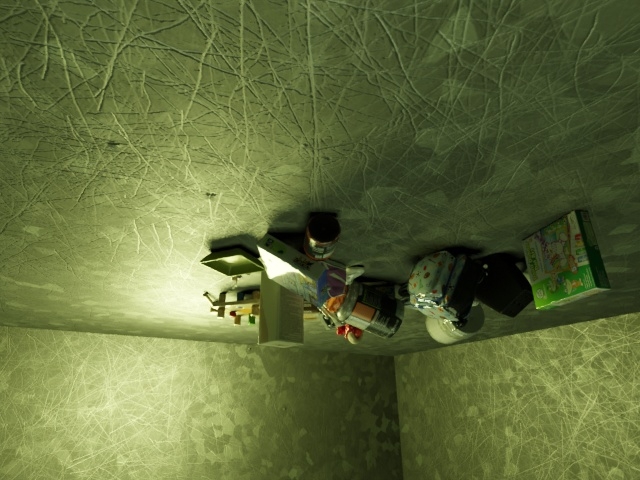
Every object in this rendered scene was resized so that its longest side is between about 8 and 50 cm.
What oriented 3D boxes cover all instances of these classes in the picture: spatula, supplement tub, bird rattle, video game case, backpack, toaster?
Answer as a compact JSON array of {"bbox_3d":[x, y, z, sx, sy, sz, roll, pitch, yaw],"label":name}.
[{"bbox_3d":[-0.009,0.288,1.880,0.019,0.242,0.168,-53,143,5],"label":"spatula"},{"bbox_3d":[0.000,0.000,1.302,0.106,0.105,0.197,2,157,-6],"label":"supplement tub"},{"bbox_3d":[0.183,0.467,2.233,0.143,0.253,0.206,-17,110,21],"label":"bird rattle"},{"bbox_3d":[-0.090,0.113,1.441,0.245,0.061,0.269,30,157,17],"label":"video game case"},{"bbox_3d":[0.199,0.301,1.847,0.316,0.193,0.193,25,151,-12],"label":"supplement tub"},{"bbox_3d":[0.450,0.175,1.547,0.213,0.276,0.263,37,156,-7],"label":"backpack"},{"bbox_3d":[0.102,0.358,2.065,0.168,0.110,0.186,-23,-174,29],"label":"toaster"}]

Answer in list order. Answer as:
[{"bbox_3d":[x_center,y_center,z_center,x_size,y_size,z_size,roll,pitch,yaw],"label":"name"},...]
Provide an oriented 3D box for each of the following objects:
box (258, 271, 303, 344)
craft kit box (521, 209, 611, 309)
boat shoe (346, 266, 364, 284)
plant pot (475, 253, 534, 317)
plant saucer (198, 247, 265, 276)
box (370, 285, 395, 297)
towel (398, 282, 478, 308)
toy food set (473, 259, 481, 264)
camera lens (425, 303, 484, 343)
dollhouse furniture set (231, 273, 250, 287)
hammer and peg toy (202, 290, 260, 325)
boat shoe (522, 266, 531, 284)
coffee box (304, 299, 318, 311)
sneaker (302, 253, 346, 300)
[{"bbox_3d":[-0.157,0.265,1.660,0.148,0.310,0.121,21,149,-40],"label":"box"},{"bbox_3d":[0.759,0.068,1.295,0.061,0.249,0.246,4,156,-9],"label":"craft kit box"},{"bbox_3d":[0.110,0.157,1.725,0.184,0.063,0.066,-19,151,37],"label":"boat shoe"},{"bbox_3d":[0.711,0.190,1.590,0.188,0.167,0.187,22,114,-40],"label":"plant pot"},{"bbox_3d":[-0.328,0.080,1.560,0.189,0.045,0.188,-11,154,22],"label":"plant saucer"},{"bbox_3d":[0.272,0.256,1.973,0.169,0.054,0.059,-4,157,6],"label":"box"},{"bbox_3d":[0.532,0.241,1.871,0.235,0.121,0.284,15,154,-29],"label":"towel"},{"bbox_3d":[0.603,0.101,1.658,0.083,0.020,0.083,-1,157,1],"label":"toy food set"},{"bbox_3d":[0.696,0.415,2.145,0.220,0.219,0.274,4,156,-9],"label":"camera lens"},{"bbox_3d":[-0.344,0.175,1.737,0.091,0.081,0.114,4,157,-9],"label":"dollhouse furniture set"},{"bbox_3d":[-0.433,0.354,2.099,0.362,0.127,0.266,-6,156,13],"label":"hammer and peg toy"},{"bbox_3d":[0.885,0.135,1.655,0.109,0.091,0.305,31,168,28],"label":"boat shoe"},{"bbox_3d":[-0.073,0.341,2.110,0.141,0.098,0.246,-2,157,3],"label":"coffee box"},{"bbox_3d":[-0.008,0.149,1.586,0.282,0.160,0.102,17,153,-33],"label":"sneaker"}]
